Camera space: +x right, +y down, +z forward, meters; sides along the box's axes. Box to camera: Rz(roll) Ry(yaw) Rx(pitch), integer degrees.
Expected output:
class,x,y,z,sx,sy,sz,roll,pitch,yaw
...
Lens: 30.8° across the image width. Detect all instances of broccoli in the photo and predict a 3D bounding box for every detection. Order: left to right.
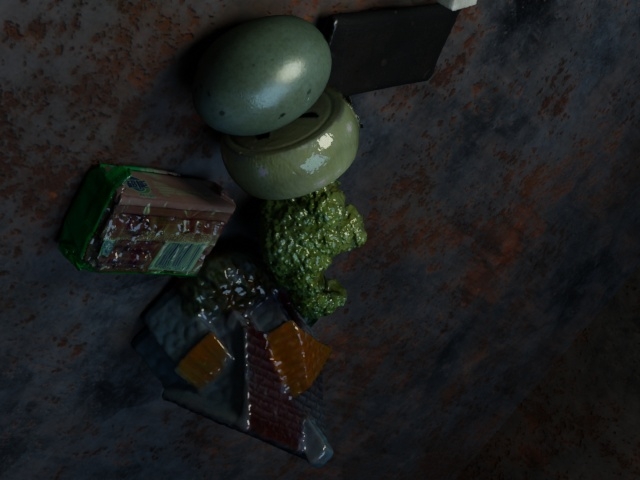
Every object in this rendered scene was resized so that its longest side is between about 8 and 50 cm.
class,x,y,z,sx,sy,sz,roll,pitch,yaw
broccoli,0.008,0.010,2.105,0.186,0.254,0.302,-11,147,25

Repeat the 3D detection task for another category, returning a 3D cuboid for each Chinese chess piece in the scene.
class,x,y,z,sx,sy,sz,roll,pitch,yaw
Chinese chess piece,-0.048,-0.167,1.881,0.237,0.237,0.092,-34,128,-17

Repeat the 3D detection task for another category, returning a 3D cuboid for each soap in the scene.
class,x,y,z,sx,sy,sz,roll,pitch,yaw
soap,-0.279,-0.022,1.897,0.273,0.098,0.218,5,122,-49

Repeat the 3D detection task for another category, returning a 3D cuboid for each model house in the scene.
class,x,y,z,sx,sy,sz,roll,pitch,yaw
model house,-0.112,0.249,2.133,0.297,0.339,0.360,-40,147,7

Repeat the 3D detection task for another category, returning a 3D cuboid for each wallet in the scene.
class,x,y,z,sx,sy,sz,roll,pitch,yaw
wallet,0.108,-0.336,2.037,0.321,0.044,0.171,-17,138,-41

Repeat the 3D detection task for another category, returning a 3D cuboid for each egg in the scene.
class,x,y,z,sx,sy,sz,roll,pitch,yaw
egg,-0.090,-0.254,1.790,0.236,0.169,0.169,-28,143,-22

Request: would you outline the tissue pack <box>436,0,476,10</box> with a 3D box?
class,x,y,z,sx,sy,sz,roll,pitch,yaw
tissue pack,0.199,-0.539,1.806,0.071,0.170,0.326,-26,142,-34
